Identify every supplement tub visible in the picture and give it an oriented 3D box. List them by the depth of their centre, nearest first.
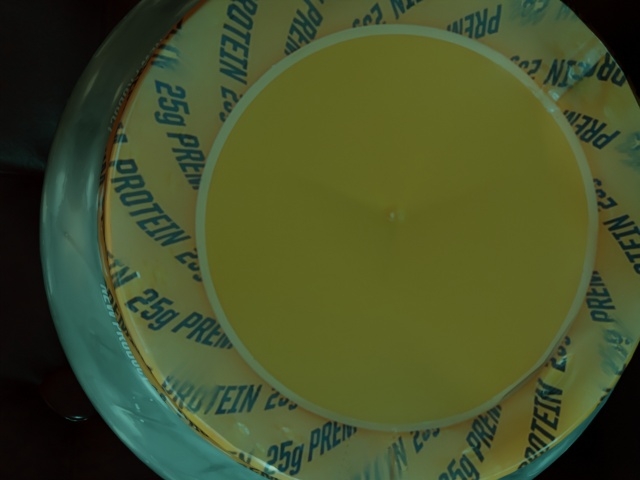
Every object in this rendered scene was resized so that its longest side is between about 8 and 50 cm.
[{"bbox_3d":[0.000,0.000,0.561,0.316,0.193,0.194,155,120,-82],"label":"supplement tub"}]
